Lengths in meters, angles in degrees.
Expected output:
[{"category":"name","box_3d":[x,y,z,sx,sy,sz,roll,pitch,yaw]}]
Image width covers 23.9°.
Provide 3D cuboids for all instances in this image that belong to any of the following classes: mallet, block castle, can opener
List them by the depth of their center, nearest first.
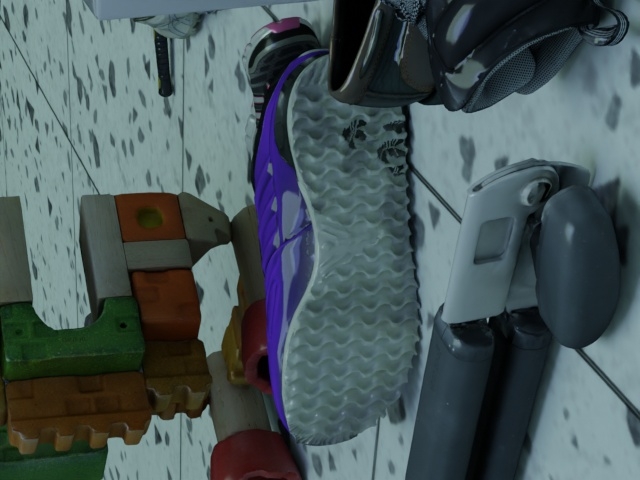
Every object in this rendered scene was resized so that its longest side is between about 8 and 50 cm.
[{"category":"can opener","box_3d":[0.110,0.076,0.887,0.095,0.076,0.283,-120,27,-44]},{"category":"block castle","box_3d":[-0.222,0.138,1.270,0.303,0.453,0.213,107,154,-48]},{"category":"mallet","box_3d":[-0.163,-0.233,1.533,0.062,0.039,0.189,-134,35,-62]}]

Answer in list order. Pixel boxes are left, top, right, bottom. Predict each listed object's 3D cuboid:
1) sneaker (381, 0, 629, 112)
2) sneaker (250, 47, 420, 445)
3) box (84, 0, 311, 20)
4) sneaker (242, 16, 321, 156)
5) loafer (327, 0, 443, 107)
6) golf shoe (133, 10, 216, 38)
[{"category":"sneaker","box_3d":[0.047,-0.141,0.832,0.268,0.101,0.153,-9,97,43]},{"category":"sneaker","box_3d":[0.001,0.000,1.119,0.146,0.102,0.293,-147,57,-65]},{"category":"box","box_3d":[-0.072,-0.227,1.047,0.114,0.203,0.103,-127,35,-55]},{"category":"sneaker","box_3d":[-0.023,-0.099,1.181,0.170,0.063,0.075,99,153,-52]},{"category":"loafer","box_3d":[0.040,-0.211,0.926,0.096,0.084,0.267,-152,55,-65]},{"category":"golf shoe","box_3d":[-0.151,-0.229,1.426,0.176,0.086,0.069,161,97,-71]}]
